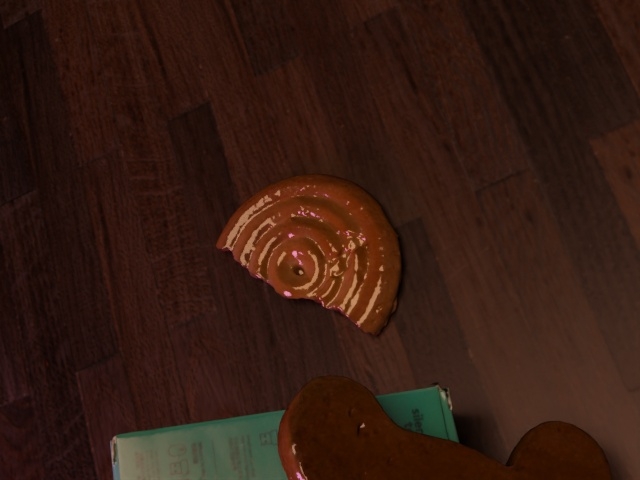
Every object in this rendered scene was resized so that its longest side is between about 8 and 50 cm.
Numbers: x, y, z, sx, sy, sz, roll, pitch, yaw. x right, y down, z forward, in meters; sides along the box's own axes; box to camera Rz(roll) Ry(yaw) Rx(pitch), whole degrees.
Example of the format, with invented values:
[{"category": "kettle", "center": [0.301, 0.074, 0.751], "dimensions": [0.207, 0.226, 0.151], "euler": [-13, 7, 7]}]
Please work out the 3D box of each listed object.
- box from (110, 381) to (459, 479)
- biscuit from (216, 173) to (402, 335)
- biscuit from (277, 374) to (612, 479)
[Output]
[{"category": "box", "center": [-0.022, 0.261, 1.000], "dimensions": [0.311, 0.118, 0.205], "euler": [-9, 70, -5]}, {"category": "biscuit", "center": [0.000, 0.000, 1.184], "dimensions": [0.224, 0.033, 0.144], "euler": [31, 87, 28]}, {"category": "biscuit", "center": [0.162, 0.278, 0.905], "dimensions": [0.432, 0.064, 0.283], "euler": [14, 56, -7]}]
